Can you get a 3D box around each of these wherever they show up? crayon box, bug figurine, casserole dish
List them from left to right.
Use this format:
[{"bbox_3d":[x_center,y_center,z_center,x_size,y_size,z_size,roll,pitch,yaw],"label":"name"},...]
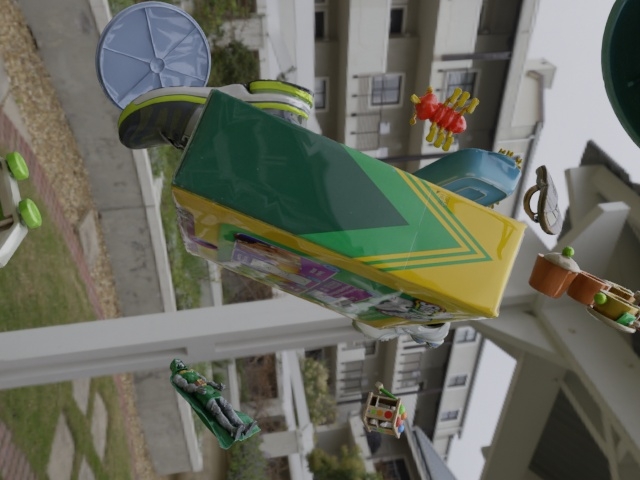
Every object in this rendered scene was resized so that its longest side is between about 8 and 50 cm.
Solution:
[{"bbox_3d":[0.000,0.000,0.669,0.363,0.312,0.106,138,-27,-75],"label":"crayon box"},{"bbox_3d":[0.176,-0.090,0.902,0.279,0.216,0.072,-57,-166,12],"label":"bug figurine"},{"bbox_3d":[0.191,-0.071,0.802,0.188,0.114,0.037,-24,-129,56],"label":"casserole dish"}]

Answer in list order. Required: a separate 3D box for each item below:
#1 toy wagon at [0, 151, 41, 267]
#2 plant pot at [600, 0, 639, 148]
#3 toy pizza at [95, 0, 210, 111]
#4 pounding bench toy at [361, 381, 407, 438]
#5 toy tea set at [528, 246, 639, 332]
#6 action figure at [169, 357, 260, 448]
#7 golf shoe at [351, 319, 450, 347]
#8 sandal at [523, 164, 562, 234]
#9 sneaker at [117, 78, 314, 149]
[{"bbox_3d":[-0.697,-0.085,1.091,0.068,0.267,0.345,92,-25,-63],"label":"toy wagon"},{"bbox_3d":[0.641,-0.286,0.765,0.341,0.334,0.341,54,-15,22],"label":"plant pot"},{"bbox_3d":[-0.286,-0.306,0.981,0.032,0.201,0.201,40,-39,44],"label":"toy pizza"},{"bbox_3d":[0.117,0.289,0.987,0.052,0.065,0.083,68,34,-45],"label":"pounding bench toy"},{"bbox_3d":[0.540,0.079,1.035,0.200,0.335,0.124,42,-67,53],"label":"toy tea set"},{"bbox_3d":[-0.236,0.323,1.179,0.064,0.232,0.137,-59,155,7],"label":"action figure"},{"bbox_3d":[0.146,0.138,1.017,0.086,0.176,0.069,105,-10,-54],"label":"golf shoe"},{"bbox_3d":[0.342,-0.061,0.889,0.072,0.049,0.180,61,29,-21],"label":"sandal"},{"bbox_3d":[-0.156,-0.150,0.813,0.111,0.299,0.122,24,64,-72],"label":"sneaker"}]
